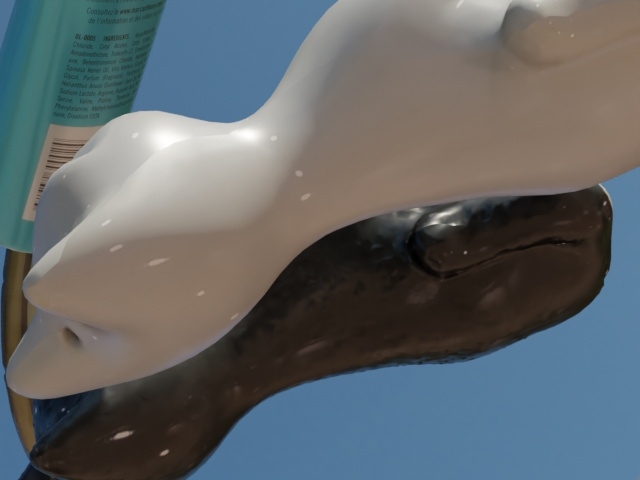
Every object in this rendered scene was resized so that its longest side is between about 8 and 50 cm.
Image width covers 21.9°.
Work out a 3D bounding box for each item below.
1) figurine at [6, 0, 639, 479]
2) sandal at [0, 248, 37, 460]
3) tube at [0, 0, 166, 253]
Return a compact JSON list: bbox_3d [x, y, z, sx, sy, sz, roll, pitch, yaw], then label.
[{"bbox_3d":[0.000,0.000,0.478,0.209,0.092,0.215,-30,-16,-19],"label":"figurine"},{"bbox_3d":[-0.127,-0.009,0.916,0.086,0.120,0.303,6,-78,-8],"label":"sandal"},{"bbox_3d":[-0.075,-0.092,0.572,0.080,0.052,0.207,-37,-26,-60],"label":"tube"}]
